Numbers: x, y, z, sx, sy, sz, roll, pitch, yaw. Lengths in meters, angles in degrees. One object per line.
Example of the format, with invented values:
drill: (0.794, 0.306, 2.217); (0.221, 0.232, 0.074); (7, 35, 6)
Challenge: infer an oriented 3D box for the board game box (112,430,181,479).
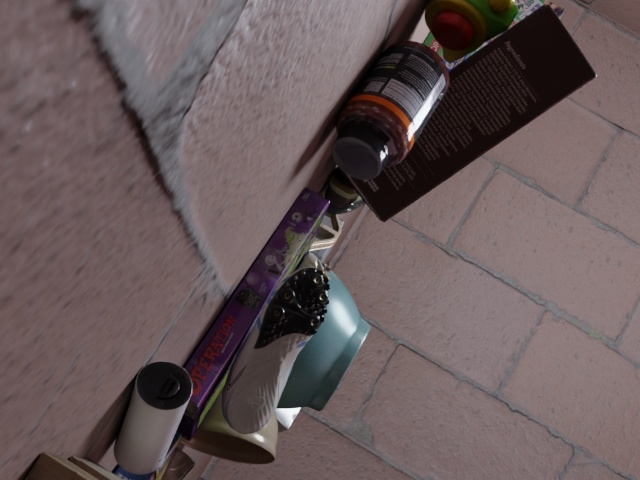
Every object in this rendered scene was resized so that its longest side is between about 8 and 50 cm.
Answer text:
board game box: (-0.262, 0.354, 1.053); (0.165, 0.042, 0.243); (-55, 175, -50)

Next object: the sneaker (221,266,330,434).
sneaker: (-0.065, 0.139, 1.105); (0.237, 0.085, 0.086); (-63, -157, -2)

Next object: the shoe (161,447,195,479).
shoe: (-0.271, 0.415, 1.288); (0.219, 0.058, 0.076); (-57, 176, -30)

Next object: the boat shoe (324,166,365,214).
boat shoe: (0.054, -0.095, 1.493); (0.073, 0.080, 0.223); (-55, 173, 20)

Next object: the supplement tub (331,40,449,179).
supplement tub: (0.088, -0.168, 1.100); (0.198, 0.106, 0.106); (-56, 175, -34)

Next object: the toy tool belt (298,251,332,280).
toy tool belt: (-0.006, 0.050, 1.309); (0.052, 0.051, 0.083); (-59, 177, -2)

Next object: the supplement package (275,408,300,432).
supplement package: (-0.128, 0.317, 1.620); (0.179, 0.105, 0.105); (-32, -163, 43)

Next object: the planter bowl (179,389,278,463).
planter bowl: (-0.137, 0.268, 1.296); (0.162, 0.162, 0.109); (114, -9, -61)

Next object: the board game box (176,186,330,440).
board game box: (-0.104, 0.106, 1.186); (0.346, 0.056, 0.208); (-57, 180, -28)

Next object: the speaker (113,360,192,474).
speaker: (-0.166, 0.176, 0.822); (0.055, 0.055, 0.136); (-56, 175, -45)

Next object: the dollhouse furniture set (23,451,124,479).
dollhouse furniture set: (-0.228, 0.375, 0.674); (0.355, 0.174, 0.303); (-58, 176, -18)

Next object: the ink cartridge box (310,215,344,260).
ink cartridge box: (0.000, 0.000, 1.664); (0.088, 0.052, 0.122); (-59, 178, -14)

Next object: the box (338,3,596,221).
box: (0.220, -0.194, 1.312); (0.381, 0.143, 0.191); (-36, -179, 12)

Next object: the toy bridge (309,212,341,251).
toy bridge: (0.000, -0.016, 1.453); (0.026, 0.063, 0.188); (-61, 176, 30)

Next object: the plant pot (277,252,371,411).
plant pot: (-0.037, 0.174, 1.448); (0.293, 0.196, 0.293); (-59, 176, -7)

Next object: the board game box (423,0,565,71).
board game box: (0.330, -0.394, 1.696); (0.317, 0.214, 0.046); (-58, 176, -16)

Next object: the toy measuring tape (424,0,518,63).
toy measuring tape: (0.197, -0.352, 1.372); (0.121, 0.121, 0.330); (-58, -163, -21)
